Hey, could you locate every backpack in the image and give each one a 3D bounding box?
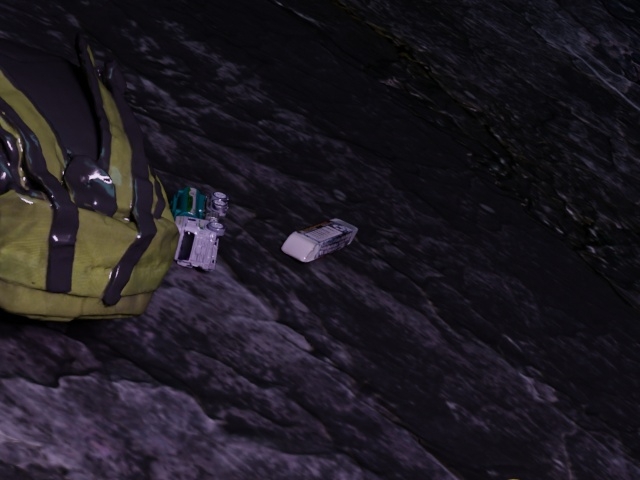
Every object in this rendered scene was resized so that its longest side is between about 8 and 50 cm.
[{"bbox_3d":[-0.198,-0.051,1.209,0.207,0.140,0.253,7,29,-44],"label":"backpack"}]

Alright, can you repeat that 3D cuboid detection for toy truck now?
[{"bbox_3d":[-0.093,-0.010,1.406,0.044,0.039,0.083,13,23,-6],"label":"toy truck"}]

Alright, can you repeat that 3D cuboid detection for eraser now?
[{"bbox_3d":[0.000,0.000,1.536,0.027,0.019,0.099,25,18,19],"label":"eraser"}]

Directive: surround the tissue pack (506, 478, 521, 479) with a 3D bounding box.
[{"bbox_3d":[0.164,0.240,1.029,0.271,0.192,0.134,15,30,-40],"label":"tissue pack"}]
